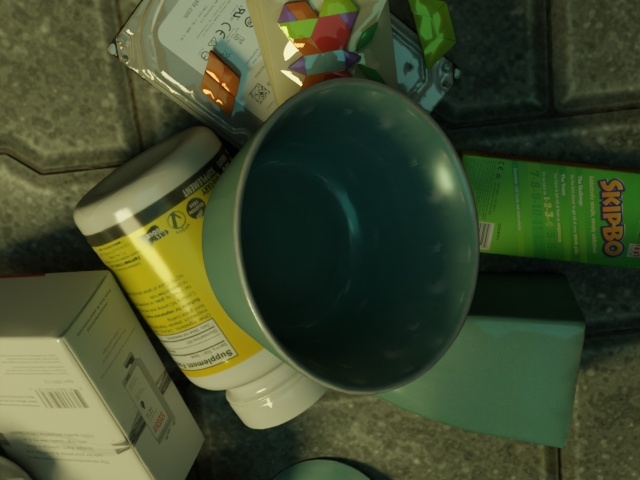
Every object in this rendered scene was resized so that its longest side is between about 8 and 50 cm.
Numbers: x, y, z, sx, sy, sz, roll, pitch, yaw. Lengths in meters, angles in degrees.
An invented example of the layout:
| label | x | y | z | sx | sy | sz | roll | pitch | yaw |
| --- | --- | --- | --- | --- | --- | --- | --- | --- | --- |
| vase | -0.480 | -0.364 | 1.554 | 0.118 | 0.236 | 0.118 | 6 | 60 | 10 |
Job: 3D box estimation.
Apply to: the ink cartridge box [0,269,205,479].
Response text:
| label | x | y | z | sx | sy | sz | roll | pitch | yaw |
| --- | --- | --- | --- | --- | --- | --- | --- | --- | --- |
| ink cartridge box | -0.293 | 0.181 | 1.127 | 0.207 | 0.117 | 0.283 | -4 | 126 | 26 |

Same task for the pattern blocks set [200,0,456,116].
| label | x | y | z | sx | sy | sz | roll | pitch | yaw |
| --- | --- | --- | --- | --- | --- | --- | --- | --- | --- |
| pattern blocks set | 0.009 | -0.199 | 1.058 | 0.285 | 0.026 | 0.324 | -23 | 108 | 5 |

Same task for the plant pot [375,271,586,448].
| label | x | y | z | sx | sy | sz | roll | pitch | yaw |
| --- | --- | --- | --- | --- | --- | --- | --- | --- | --- |
| plant pot | 0.185 | 0.135 | 1.181 | 0.234 | 0.165 | 0.165 | 4 | 109 | 4 |

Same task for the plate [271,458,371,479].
| label | x | y | z | sx | sy | sz | roll | pitch | yaw |
| --- | --- | --- | --- | --- | --- | --- | --- | --- | --- |
| plate | 0.002 | 0.393 | 1.303 | 0.188 | 0.024 | 0.188 | 1 | 97 | 5 |

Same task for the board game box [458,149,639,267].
| label | x | y | z | sx | sy | sz | roll | pitch | yaw |
| --- | --- | --- | --- | --- | --- | --- | --- | --- | --- |
| board game box | 0.291 | -0.038 | 1.188 | 0.259 | 0.039 | 0.124 | 7 | 109 | -2 |

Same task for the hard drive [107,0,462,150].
| label | x | y | z | sx | sy | sz | roll | pitch | yaw |
| --- | --- | --- | --- | --- | --- | --- | --- | --- | --- |
| hard drive | -0.039 | -0.209 | 1.100 | 0.339 | 0.064 | 0.237 | 37 | 104 | -14 |

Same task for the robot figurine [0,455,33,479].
| label | x | y | z | sx | sy | sz | roll | pitch | yaw |
| --- | --- | --- | --- | --- | --- | --- | --- | --- | --- |
| robot figurine | -0.466 | 0.364 | 1.162 | 0.353 | 0.200 | 0.299 | -21 | 78 | 45 |

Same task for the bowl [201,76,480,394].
| label | x | y | z | sx | sy | sz | roll | pitch | yaw |
| --- | --- | --- | --- | --- | --- | --- | --- | --- | --- |
| bowl | 0.000 | 0.000 | 0.992 | 0.312 | 0.163 | 0.311 | 4 | 83 | -38 |

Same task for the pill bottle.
| label | x | y | z | sx | sy | sz | roll | pitch | yaw |
| --- | --- | --- | --- | --- | --- | --- | --- | --- | --- |
| pill bottle | -0.119 | 0.050 | 1.118 | 0.188 | 0.188 | 0.334 | -30 | 108 | 7 |
